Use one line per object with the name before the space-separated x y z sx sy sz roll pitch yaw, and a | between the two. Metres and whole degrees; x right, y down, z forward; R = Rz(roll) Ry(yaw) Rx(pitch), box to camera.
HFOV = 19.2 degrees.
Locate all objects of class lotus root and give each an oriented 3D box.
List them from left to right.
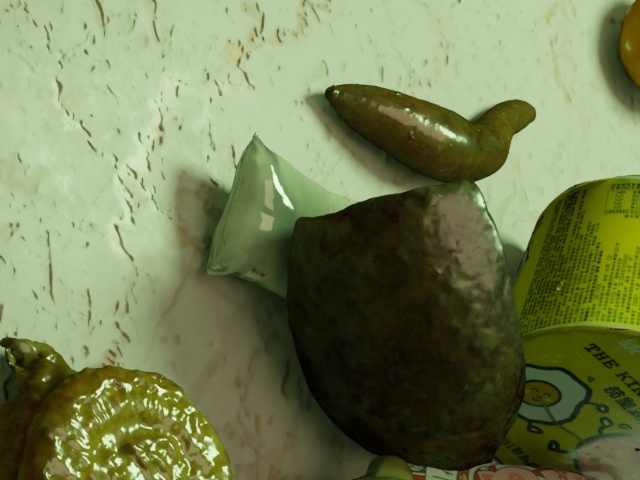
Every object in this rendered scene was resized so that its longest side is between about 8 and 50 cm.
lotus root | 0.077 0.094 1.817 0.142 0.210 0.314 -27 115 -38

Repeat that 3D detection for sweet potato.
sweet potato | 0.145 -0.116 2.063 0.346 0.079 0.108 1 68 -48

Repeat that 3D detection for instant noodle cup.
instant noodle cup | 0.334 0.100 2.060 0.325 0.325 0.254 43 45 -31

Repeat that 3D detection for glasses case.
glasses case | 0.193 0.290 1.996 0.266 0.067 0.103 7 60 -30

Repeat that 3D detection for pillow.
pillow | 0.001 -0.001 1.886 0.254 0.078 0.144 23 77 -41

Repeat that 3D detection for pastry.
pastry | -0.177 0.215 1.625 0.240 0.132 0.235 29 63 -39

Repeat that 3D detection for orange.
orange | 0.441 -0.242 2.358 0.156 0.124 0.156 16 58 -28

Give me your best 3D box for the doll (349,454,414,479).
doll | 0.063 0.352 1.818 0.177 0.161 0.261 -32 106 -43
